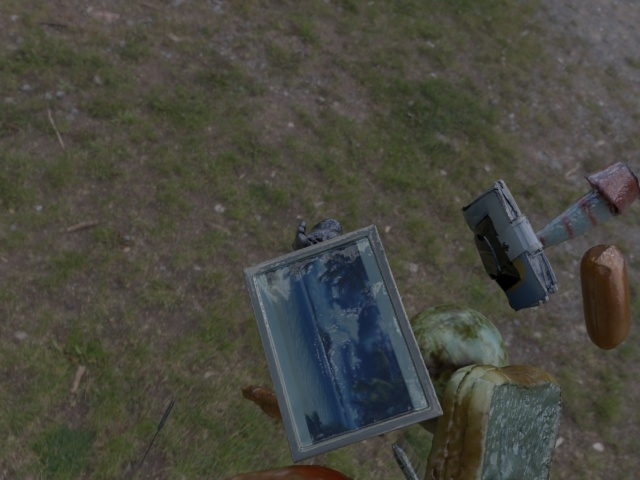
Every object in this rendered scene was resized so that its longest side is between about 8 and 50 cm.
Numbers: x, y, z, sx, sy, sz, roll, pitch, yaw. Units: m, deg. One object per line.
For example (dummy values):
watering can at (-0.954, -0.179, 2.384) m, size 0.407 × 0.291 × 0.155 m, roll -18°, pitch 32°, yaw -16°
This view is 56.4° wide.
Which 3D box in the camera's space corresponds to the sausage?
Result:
sausage at (0.658, 0.131, 1.378) m, size 0.105 × 0.274 × 0.105 m, roll -15°, pitch 28°, yaw 8°

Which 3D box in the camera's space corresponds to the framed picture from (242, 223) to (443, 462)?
framed picture at (0.026, 0.149, 0.917) m, size 0.232 × 0.024 × 0.315 m, roll -20°, pitch 67°, yaw 2°

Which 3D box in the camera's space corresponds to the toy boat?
toy boat at (0.563, -0.045, 1.325) m, size 0.096 × 0.282 × 0.206 m, roll 57°, pitch 11°, yaw 32°

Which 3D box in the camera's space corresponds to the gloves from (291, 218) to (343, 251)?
gloves at (0.002, 0.009, 1.498) m, size 0.142 × 0.119 × 0.285 m, roll 3°, pitch 6°, yaw 17°

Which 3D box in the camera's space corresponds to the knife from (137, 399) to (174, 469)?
knife at (-0.380, 0.449, 1.380) m, size 0.010 × 0.023 × 0.170 m, roll 26°, pitch 78°, yaw 2°

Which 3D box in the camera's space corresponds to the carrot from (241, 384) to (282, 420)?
carrot at (-0.062, 0.301, 1.080) m, size 0.059 × 0.248 × 0.059 m, roll -1°, pitch 92°, yaw -44°

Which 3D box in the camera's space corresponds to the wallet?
wallet at (0.341, 0.015, 1.100) m, size 0.069 × 0.170 × 0.231 m, roll -23°, pitch 79°, yaw -12°

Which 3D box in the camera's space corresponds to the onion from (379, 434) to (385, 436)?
onion at (0.181, 0.540, 1.840) m, size 0.184 × 0.184 × 0.147 m, roll -16°, pitch 102°, yaw -31°

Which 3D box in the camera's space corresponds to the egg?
egg at (0.268, 0.275, 1.260) m, size 0.238 × 0.289 × 0.238 m, roll 8°, pitch 19°, yaw -3°

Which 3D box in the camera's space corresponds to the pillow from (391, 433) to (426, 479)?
pillow at (0.270, 0.661, 1.702) m, size 0.052 × 0.208 × 0.212 m, roll -33°, pitch 75°, yaw 4°

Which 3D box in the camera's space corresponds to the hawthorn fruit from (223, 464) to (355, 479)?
hawthorn fruit at (-0.056, 0.432, 0.637) m, size 0.403 × 0.403 × 0.402 m, roll 11°, pitch 53°, yaw -16°

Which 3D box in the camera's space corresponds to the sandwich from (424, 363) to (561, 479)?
sandwich at (0.295, 0.340, 0.985) m, size 0.301 × 0.099 × 0.271 m, roll 13°, pitch 91°, yaw -45°
